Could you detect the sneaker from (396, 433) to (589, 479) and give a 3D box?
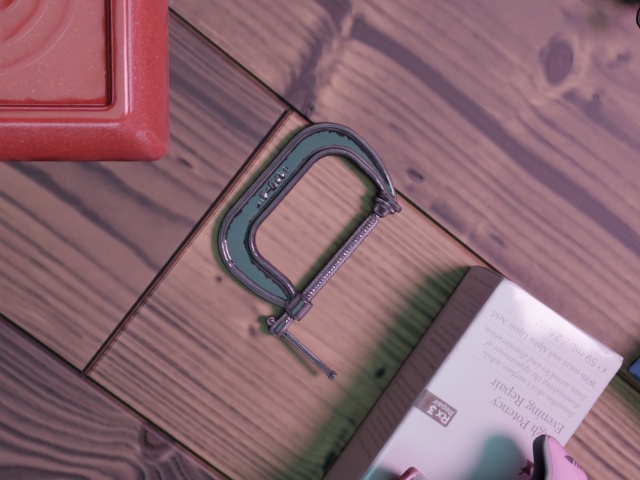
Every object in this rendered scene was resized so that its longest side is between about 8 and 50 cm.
[{"bbox_3d":[0.041,0.227,0.755,0.319,0.112,0.131,-16,82,-7],"label":"sneaker"}]

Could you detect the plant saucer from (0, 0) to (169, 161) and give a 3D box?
[{"bbox_3d":[-0.234,-0.182,0.767,0.259,0.048,0.258,0,97,-7],"label":"plant saucer"}]

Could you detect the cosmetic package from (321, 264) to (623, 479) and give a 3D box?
[{"bbox_3d":[0.103,0.145,0.833,0.117,0.085,0.231,33,90,-10],"label":"cosmetic package"}]

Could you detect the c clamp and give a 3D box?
[{"bbox_3d":[0.000,0.000,0.836,0.137,0.022,0.161,35,92,-5],"label":"c clamp"}]

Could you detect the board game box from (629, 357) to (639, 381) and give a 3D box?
[{"bbox_3d":[0.437,0.132,0.887,0.242,0.064,0.316,-45,100,-1],"label":"board game box"}]

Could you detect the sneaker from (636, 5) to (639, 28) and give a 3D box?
[{"bbox_3d":[0.256,-0.281,0.793,0.153,0.101,0.269,-17,101,-8],"label":"sneaker"}]
